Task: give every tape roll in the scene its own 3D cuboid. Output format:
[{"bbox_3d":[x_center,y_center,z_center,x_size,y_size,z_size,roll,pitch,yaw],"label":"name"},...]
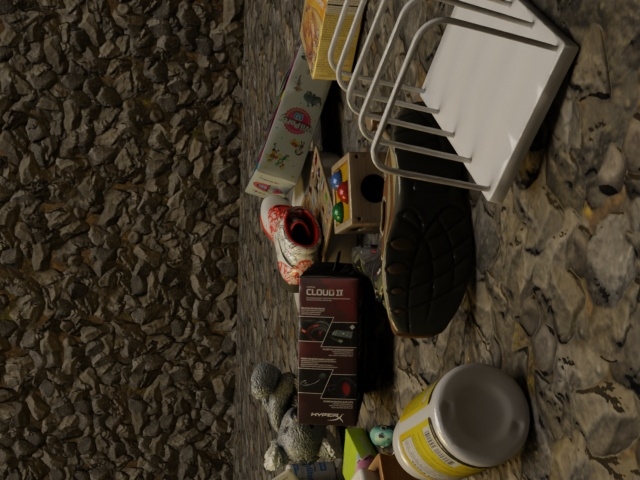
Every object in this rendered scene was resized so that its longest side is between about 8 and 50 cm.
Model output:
[{"bbox_3d":[0.000,0.000,1.871,0.392,0.072,0.392,180,90,-78],"label":"tape roll"}]

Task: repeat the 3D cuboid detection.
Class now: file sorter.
[{"bbox_3d":[0.129,-0.209,0.982,0.277,0.173,0.193,-107,32,-53],"label":"file sorter"}]

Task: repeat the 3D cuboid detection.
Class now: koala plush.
[{"bbox_3d":[-0.041,0.399,1.840,0.221,0.196,0.203,-103,7,-50],"label":"koala plush"}]

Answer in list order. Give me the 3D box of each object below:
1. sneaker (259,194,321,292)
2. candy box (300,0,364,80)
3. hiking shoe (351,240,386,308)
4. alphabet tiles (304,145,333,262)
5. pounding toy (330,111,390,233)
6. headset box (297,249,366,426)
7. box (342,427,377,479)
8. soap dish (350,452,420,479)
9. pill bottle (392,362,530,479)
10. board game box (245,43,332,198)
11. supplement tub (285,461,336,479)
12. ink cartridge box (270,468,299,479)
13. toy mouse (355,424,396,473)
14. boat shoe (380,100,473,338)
[{"bbox_3d":[-0.060,-0.036,1.738,0.145,0.090,0.270,104,157,-44],"label":"sneaker"},{"bbox_3d":[0.031,-0.498,1.665,0.183,0.088,0.316,-103,18,-45],"label":"candy box"},{"bbox_3d":[0.104,0.062,1.375,0.227,0.086,0.114,154,115,-77],"label":"hiking shoe"},{"bbox_3d":[-0.007,-0.040,1.723,0.198,0.009,0.237,-104,18,-45],"label":"alphabet tiles"},{"bbox_3d":[0.074,-0.124,1.478,0.181,0.094,0.206,150,118,-76],"label":"pounding toy"},{"bbox_3d":[0.024,0.166,1.550,0.218,0.110,0.293,-35,-54,-82],"label":"headset box"},{"bbox_3d":[0.083,0.443,1.583,0.178,0.042,0.109,-125,36,-67],"label":"box"},{"bbox_3d":[0.103,0.493,1.328,0.291,0.118,0.229,108,158,-54],"label":"soap dish"},{"bbox_3d":[0.164,0.233,1.042,0.208,0.119,0.119,117,149,-64],"label":"pill bottle"},{"bbox_3d":[-0.068,-0.255,1.894,0.224,0.097,0.303,143,145,-75],"label":"board game box"},{"bbox_3d":[-0.023,0.540,1.916,0.071,0.107,0.071,179,90,-77],"label":"supplement tub"},{"bbox_3d":[-0.049,0.639,1.777,0.273,0.115,0.198,55,157,13],"label":"ink cartridge box"},{"bbox_3d":[0.092,0.372,1.471,0.161,0.031,0.143,-62,15,17],"label":"toy mouse"},{"bbox_3d":[0.140,-0.025,1.174,0.120,0.123,0.324,124,152,-77],"label":"boat shoe"}]
